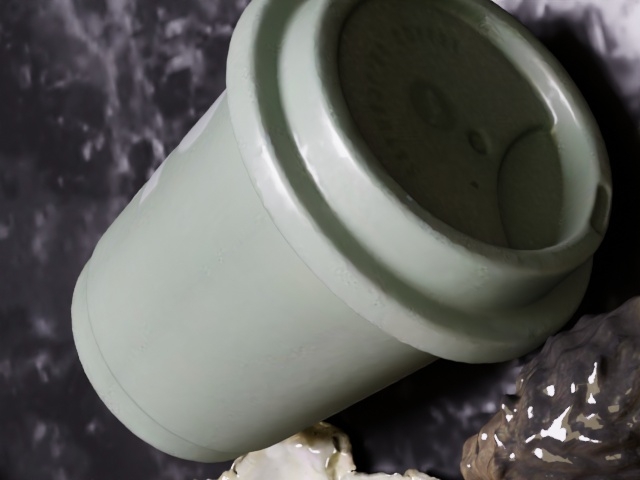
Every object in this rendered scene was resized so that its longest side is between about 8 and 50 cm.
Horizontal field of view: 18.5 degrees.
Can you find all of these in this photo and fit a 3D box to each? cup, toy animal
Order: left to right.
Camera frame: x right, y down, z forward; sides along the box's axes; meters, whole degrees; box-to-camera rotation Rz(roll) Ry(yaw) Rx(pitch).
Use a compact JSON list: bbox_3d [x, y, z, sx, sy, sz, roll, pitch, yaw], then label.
[{"bbox_3d":[0.000,0.000,0.553,0.141,0.120,0.120,-41,69,43],"label":"cup"},{"bbox_3d":[0.127,-0.006,0.489,0.069,0.086,0.220,41,95,23],"label":"toy animal"}]

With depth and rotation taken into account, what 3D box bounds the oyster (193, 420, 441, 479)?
[{"bbox_3d":[-0.024,0.144,0.613,0.200,0.061,0.106,-51,48,21],"label":"oyster"}]
